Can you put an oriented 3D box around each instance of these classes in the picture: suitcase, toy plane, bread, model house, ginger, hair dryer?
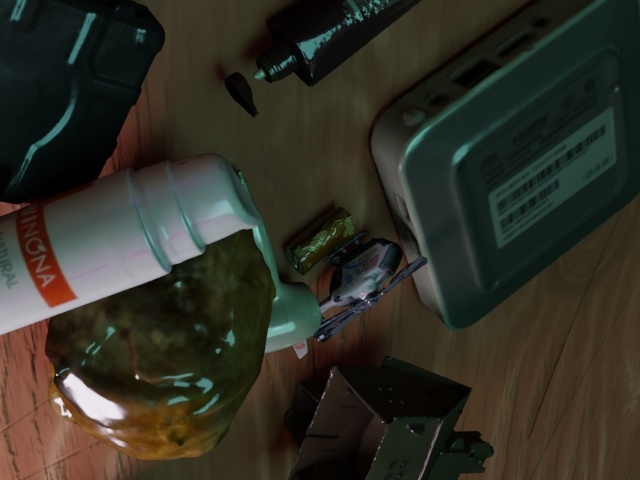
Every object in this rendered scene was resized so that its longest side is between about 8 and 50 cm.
[{"bbox_3d":[-0.284,-0.137,1.011,0.286,0.066,0.206,12,113,-46],"label":"suitcase"},{"bbox_3d":[0.032,0.056,1.439,0.197,0.078,0.053,-37,143,10],"label":"toy plane"},{"bbox_3d":[0.000,0.000,1.395,0.083,0.036,0.047,-38,147,-14],"label":"bread"},{"bbox_3d":[0.100,0.255,1.548,0.243,0.204,0.211,6,117,-34],"label":"model house"},{"bbox_3d":[-0.151,0.081,1.203,0.223,0.201,0.269,100,5,-71],"label":"ginger"},{"bbox_3d":[-0.103,0.033,1.323,0.206,0.075,0.237,-16,123,-24],"label":"hair dryer"}]

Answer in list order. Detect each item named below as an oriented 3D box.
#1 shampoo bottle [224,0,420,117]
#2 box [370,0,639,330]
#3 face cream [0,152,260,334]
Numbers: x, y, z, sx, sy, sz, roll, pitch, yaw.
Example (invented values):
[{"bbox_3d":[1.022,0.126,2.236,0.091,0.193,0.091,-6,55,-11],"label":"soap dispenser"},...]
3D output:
[{"bbox_3d":[0.008,-0.209,1.210,0.236,0.068,0.067,-36,140,-13],"label":"shampoo bottle"},{"bbox_3d":[0.252,-0.101,1.498,0.367,0.090,0.373,-37,140,-13],"label":"box"},{"bbox_3d":[-0.228,0.012,1.059,0.346,0.102,0.102,-21,138,3],"label":"face cream"}]
